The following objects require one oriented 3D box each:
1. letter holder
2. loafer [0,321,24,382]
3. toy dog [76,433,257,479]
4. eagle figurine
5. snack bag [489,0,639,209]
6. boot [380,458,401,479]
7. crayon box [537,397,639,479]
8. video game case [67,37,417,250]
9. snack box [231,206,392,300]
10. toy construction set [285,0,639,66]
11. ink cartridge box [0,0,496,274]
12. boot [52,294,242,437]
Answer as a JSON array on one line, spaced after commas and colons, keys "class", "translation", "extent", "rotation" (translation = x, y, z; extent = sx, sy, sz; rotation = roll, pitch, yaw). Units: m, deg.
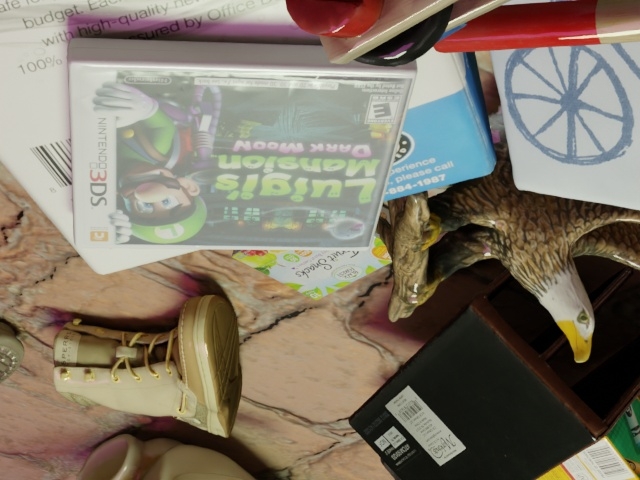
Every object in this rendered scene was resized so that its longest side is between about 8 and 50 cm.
[{"class": "letter holder", "translation": [0.191, 0.110, 1.260], "extent": [0.152, 0.214, 0.302], "rotation": [46, 149, 6]}, {"class": "loafer", "translation": [-0.471, 0.134, 1.591], "extent": [0.268, 0.092, 0.102], "rotation": [-14, 144, 13]}, {"class": "toy dog", "translation": [-0.091, 0.410, 1.771], "extent": [0.408, 0.285, 0.395], "rotation": [28, 129, -26]}, {"class": "eagle figurine", "translation": [0.191, -0.019, 1.028], "extent": [0.298, 0.225, 0.226], "rotation": [-15, -165, -9]}, {"class": "snack bag", "translation": [0.194, -0.156, 0.696], "extent": [0.323, 0.037, 0.343], "rotation": [12, 129, 46]}, {"class": "boot", "translation": [0.221, 0.363, 1.581], "extent": [0.118, 0.223, 0.338], "rotation": [-41, 116, 18]}, {"class": "crayon box", "translation": [0.326, 0.291, 1.459], "extent": [0.165, 0.081, 0.278], "rotation": [-23, 114, 45]}, {"class": "video game case", "translation": [-0.051, -0.050, 0.803], "extent": [0.190, 0.022, 0.173], "rotation": [0, 145, -9]}, {"class": "snack box", "translation": [0.000, 0.000, 1.231], "extent": [0.100, 0.037, 0.141], "rotation": [27, 147, -25]}, {"class": "toy construction set", "translation": [0.120, -0.181, 0.568], "extent": [0.237, 0.257, 0.309], "rotation": [1, 158, 23]}, {"class": "ink cartridge box", "translation": [-0.087, -0.177, 0.787], "extent": [0.285, 0.166, 0.395], "rotation": [-14, 143, 12]}, {"class": "boot", "translation": [-0.191, 0.124, 1.461], "extent": [0.203, 0.095, 0.262], "rotation": [11, 154, 6]}]
